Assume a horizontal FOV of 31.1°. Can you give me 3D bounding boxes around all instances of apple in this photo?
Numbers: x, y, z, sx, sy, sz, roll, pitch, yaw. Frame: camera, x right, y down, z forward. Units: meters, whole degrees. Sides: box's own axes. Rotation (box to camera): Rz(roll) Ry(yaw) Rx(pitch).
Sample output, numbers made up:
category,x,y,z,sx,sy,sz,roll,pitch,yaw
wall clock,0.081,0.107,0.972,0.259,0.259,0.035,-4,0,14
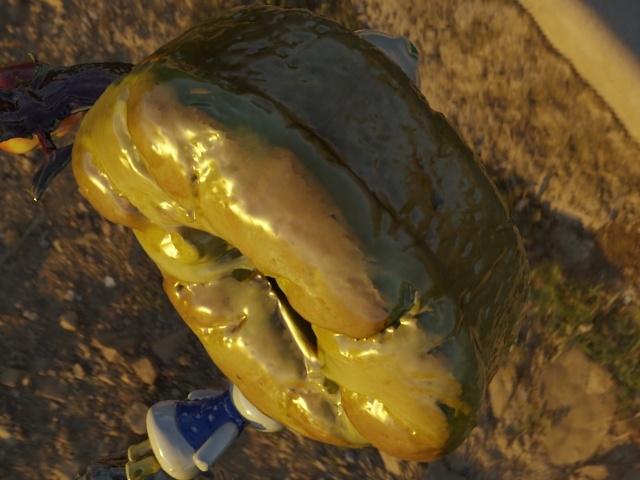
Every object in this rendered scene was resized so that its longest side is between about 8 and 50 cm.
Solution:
category,x,y,z,sx,sy,sz,roll,pitch,yaw
apple,-0.462,-0.216,1.811,0.163,0.163,0.139,-30,91,-2

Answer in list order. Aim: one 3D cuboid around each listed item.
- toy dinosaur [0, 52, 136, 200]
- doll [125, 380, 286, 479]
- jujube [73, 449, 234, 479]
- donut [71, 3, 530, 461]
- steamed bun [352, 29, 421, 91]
category,x,y,z,sx,sy,sz,roll,pitch,yaw
toy dinosaur,-0.325,-0.136,1.372,0.206,0.113,0.327,32,63,22
doll,-0.108,0.206,1.392,0.293,0.138,0.119,-33,117,8
jujube,-0.235,0.402,1.577,0.246,0.308,0.215,4,87,28
donut,0.000,0.000,0.607,0.128,0.208,0.261,-48,116,-27
steamed bun,0.082,-0.221,1.686,0.130,0.228,0.177,-5,90,-11
